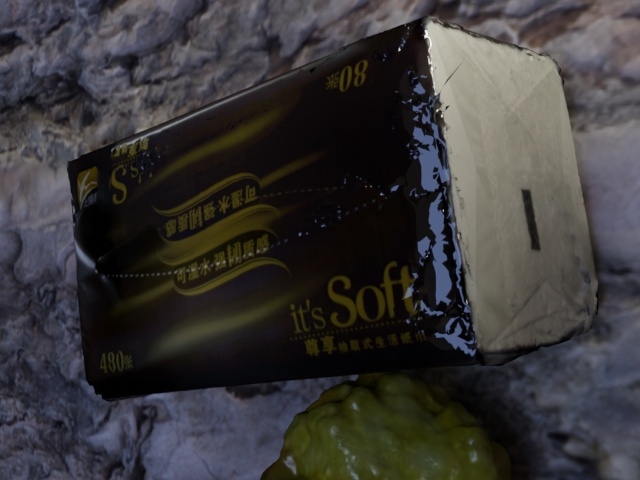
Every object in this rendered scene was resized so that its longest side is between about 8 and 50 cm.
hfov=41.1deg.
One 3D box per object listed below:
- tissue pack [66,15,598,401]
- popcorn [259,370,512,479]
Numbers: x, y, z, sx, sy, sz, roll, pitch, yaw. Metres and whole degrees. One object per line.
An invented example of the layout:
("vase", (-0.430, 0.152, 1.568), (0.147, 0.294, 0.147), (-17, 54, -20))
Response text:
("tissue pack", (0.000, 0.000, 0.628), (0.370, 0.198, 0.210), (-14, 77, 39))
("popcorn", (0.044, 0.191, 0.617), (0.197, 0.155, 0.197), (4, 95, 43))
